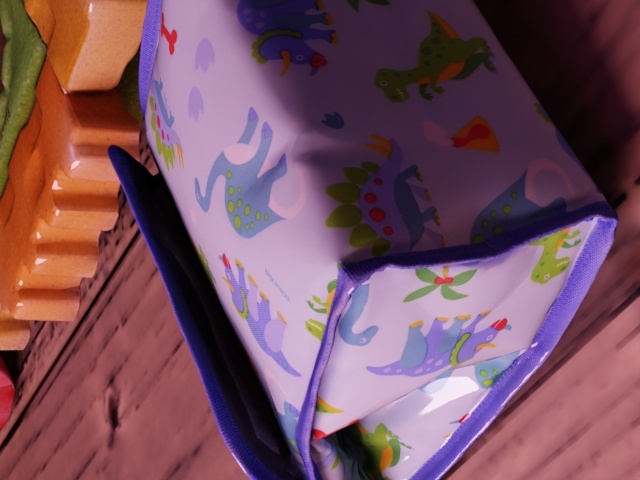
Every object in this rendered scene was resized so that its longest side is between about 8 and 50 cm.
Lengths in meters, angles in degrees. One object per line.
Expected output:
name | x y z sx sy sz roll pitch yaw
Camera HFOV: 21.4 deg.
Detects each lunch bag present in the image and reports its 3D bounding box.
lunch bag | 0.000 0.000 0.483 0.151 0.096 0.129 106 145 -52

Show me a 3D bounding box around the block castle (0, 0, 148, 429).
block castle | -0.224 -0.070 0.646 0.213 0.303 0.453 63 142 35
